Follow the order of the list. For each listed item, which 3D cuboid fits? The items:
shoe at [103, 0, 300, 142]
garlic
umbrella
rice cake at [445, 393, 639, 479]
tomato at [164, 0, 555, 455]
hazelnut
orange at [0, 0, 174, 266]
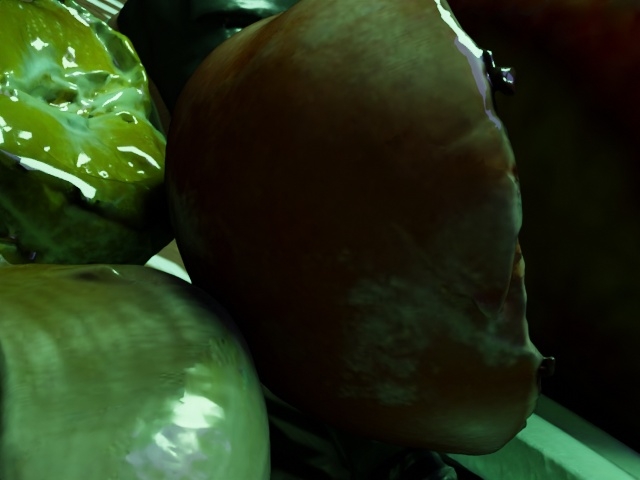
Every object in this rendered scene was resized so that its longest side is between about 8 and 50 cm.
[{"bbox_3d":[-0.049,-0.106,0.837,0.114,0.137,0.291,13,27,-42],"label":"shoe"},{"bbox_3d":[-0.079,0.076,0.435,0.129,0.090,0.198,8,31,-17],"label":"garlic"},{"bbox_3d":[0.033,0.099,0.592,0.050,0.046,0.188,25,14,-32],"label":"umbrella"},{"bbox_3d":[0.109,0.103,0.610,0.080,0.042,0.222,7,12,-34],"label":"rice cake"},{"bbox_3d":[0.000,0.000,0.523,0.112,0.199,0.228,-14,-7,-12],"label":"tomato"},{"bbox_3d":[0.229,-0.046,0.730,0.429,0.402,0.402,41,21,32],"label":"hazelnut"},{"bbox_3d":[-0.139,-0.041,0.572,0.160,0.112,0.170,40,38,-14],"label":"orange"}]
